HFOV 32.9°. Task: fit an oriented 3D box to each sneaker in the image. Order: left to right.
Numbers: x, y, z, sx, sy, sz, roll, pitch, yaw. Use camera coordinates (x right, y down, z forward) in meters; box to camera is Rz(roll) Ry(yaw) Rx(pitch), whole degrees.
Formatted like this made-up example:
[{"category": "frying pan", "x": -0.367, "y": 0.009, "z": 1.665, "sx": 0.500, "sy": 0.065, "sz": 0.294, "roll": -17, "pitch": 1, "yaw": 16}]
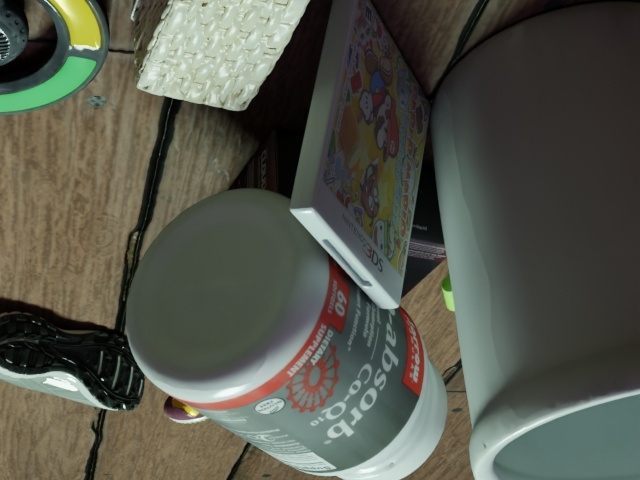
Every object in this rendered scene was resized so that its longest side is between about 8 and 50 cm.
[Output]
[{"category": "sneaker", "x": -0.356, "y": 0.167, "z": 1.484, "sx": 0.108, "sy": 0.100, "sz": 0.271, "roll": -15, "pitch": 148, "yaw": 43}, {"category": "sneaker", "x": -0.159, "y": 0.216, "z": 1.623, "sx": 0.185, "sy": 0.070, "sz": 0.084, "roll": -18, "pitch": 139, "yaw": 10}]

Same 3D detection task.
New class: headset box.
[{"category": "headset box", "x": 0.000, "y": 0.000, "z": 1.221, "sx": 0.218, "sy": 0.110, "sz": 0.293, "roll": 12, "pitch": 146, "yaw": -24}]

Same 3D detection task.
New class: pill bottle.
[{"category": "pill bottle", "x": -0.014, "y": 0.117, "z": 1.102, "sx": 0.210, "sy": 0.210, "sz": 0.363, "roll": -18, "pitch": 146, "yaw": 21}]

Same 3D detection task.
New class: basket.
[{"category": "basket", "x": -0.081, "y": -0.194, "z": 0.881, "sx": 0.113, "sy": 0.103, "sz": 0.167, "roll": 9, "pitch": 148, "yaw": -22}]

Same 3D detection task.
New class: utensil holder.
[{"category": "utensil holder", "x": 0.279, "y": 0.019, "z": 1.028, "sx": 0.327, "sy": 0.386, "sz": 0.328, "roll": -3, "pitch": 149, "yaw": -2}]

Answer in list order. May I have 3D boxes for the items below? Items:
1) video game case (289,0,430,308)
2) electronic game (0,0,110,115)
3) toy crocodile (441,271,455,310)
[{"category": "video game case", "x": 0.044, "y": -0.081, "z": 0.979, "sx": 0.026, "sy": 0.227, "sz": 0.206, "roll": -1, "pitch": 154, "yaw": 25}, {"category": "electronic game", "x": -0.296, "y": -0.181, "z": 0.925, "sx": 0.229, "sy": 0.048, "sz": 0.229, "roll": -4, "pitch": 150, "yaw": -3}, {"category": "toy crocodile", "x": 0.323, "y": 0.050, "z": 1.367, "sx": 0.340, "sy": 0.105, "sz": 0.115, "roll": -7, "pitch": 150, "yaw": 4}]
